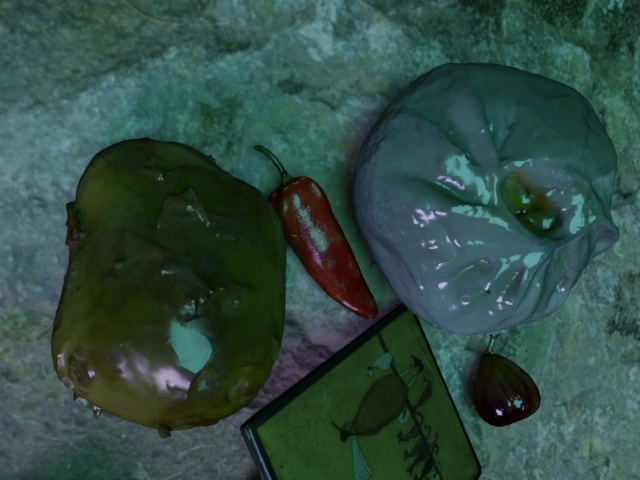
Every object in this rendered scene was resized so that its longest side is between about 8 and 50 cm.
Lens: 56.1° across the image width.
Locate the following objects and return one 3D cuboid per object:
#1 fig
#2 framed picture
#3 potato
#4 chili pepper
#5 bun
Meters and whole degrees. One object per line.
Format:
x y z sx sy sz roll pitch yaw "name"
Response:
0.245 0.190 0.831 0.088 0.089 0.125 -15 75 -18 "fig"
0.073 0.237 0.670 0.338 0.014 0.255 -24 91 -52 "framed picture"
-0.139 0.044 0.606 0.246 0.196 0.300 -2 95 -21 "potato"
0.000 0.000 0.720 0.071 0.063 0.272 -42 111 -29 "chili pepper"
0.218 -0.055 0.718 0.354 0.194 0.355 -1 92 -22 "bun"
